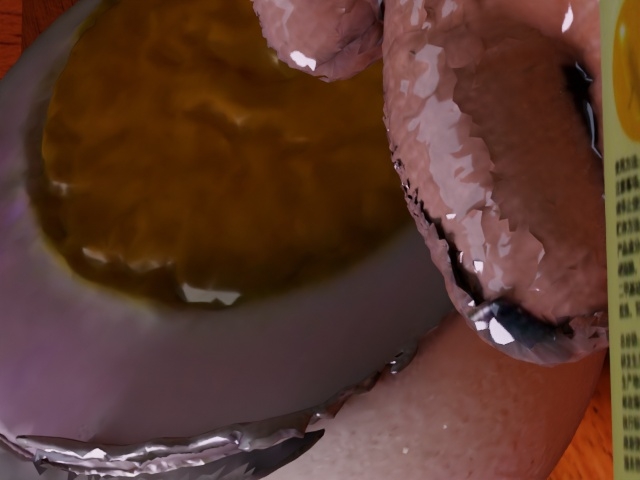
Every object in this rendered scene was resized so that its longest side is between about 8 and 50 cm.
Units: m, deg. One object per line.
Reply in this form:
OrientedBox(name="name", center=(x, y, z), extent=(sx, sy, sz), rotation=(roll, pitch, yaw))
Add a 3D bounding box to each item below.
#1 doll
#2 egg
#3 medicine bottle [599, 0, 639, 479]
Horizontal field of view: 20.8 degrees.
OrientedBox(name="doll", center=(0.071, -0.114, 0.517), extent=(0.156, 0.201, 0.303), rotation=(15, -120, -62))
OrientedBox(name="egg", center=(-0.004, 0.003, 0.654), extent=(0.174, 0.264, 0.286), rotation=(52, -165, -45))
OrientedBox(name="medicine bottle", center=(0.116, -0.015, 0.355), extent=(0.124, 0.124, 0.239), rotation=(155, 114, -74))
